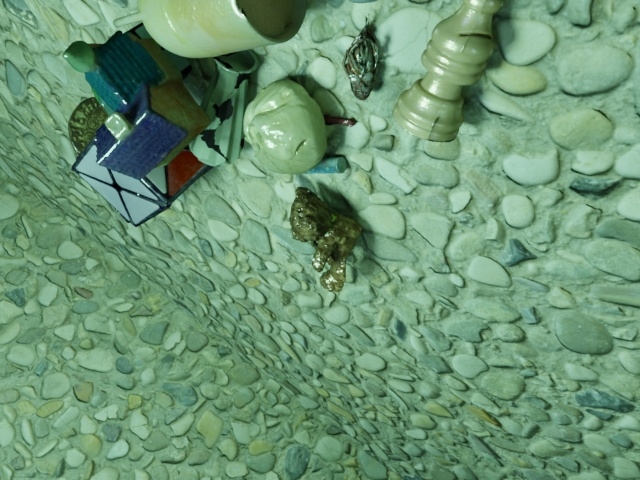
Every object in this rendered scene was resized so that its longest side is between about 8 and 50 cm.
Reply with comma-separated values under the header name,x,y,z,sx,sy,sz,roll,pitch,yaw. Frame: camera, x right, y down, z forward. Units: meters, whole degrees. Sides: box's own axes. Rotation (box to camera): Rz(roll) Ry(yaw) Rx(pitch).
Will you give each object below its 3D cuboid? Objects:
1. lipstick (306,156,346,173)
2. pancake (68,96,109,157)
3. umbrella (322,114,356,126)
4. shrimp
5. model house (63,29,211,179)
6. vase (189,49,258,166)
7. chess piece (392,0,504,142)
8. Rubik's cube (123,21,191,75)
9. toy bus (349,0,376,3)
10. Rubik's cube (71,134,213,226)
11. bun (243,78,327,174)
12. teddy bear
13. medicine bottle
name,x,y,z,sx,sy,sz,roll,pitch,yaw
lipstick,-0.003,-0.211,1.413,0.158,0.048,0.048,6,135,38
pancake,-0.733,-0.356,1.750,0.033,0.285,0.288,-6,169,40
umbrella,0.017,-0.312,1.299,0.165,0.025,0.027,13,122,28
shrimp,0.093,-0.395,1.095,0.073,0.075,0.190,54,148,39
model house,-0.468,-0.327,1.218,0.245,0.280,0.312,-33,102,22
vase,-0.267,-0.365,1.393,0.165,0.165,0.360,36,142,3
chess piece,0.253,-0.347,0.977,0.138,0.124,0.307,59,152,29
Rubik's cube,-0.509,-0.489,1.440,0.180,0.167,0.184,50,146,-18
toy bus,0.047,-0.561,0.847,0.232,0.194,0.287,30,152,37
Rubik's cube,-0.566,-0.263,1.649,0.310,0.305,0.307,-18,121,48
bun,-0.104,-0.276,1.306,0.259,0.160,0.259,36,149,26
teddy bear,-0.004,0.006,1.518,0.223,0.246,0.296,12,136,-9
medicine bottle,-0.254,-0.528,1.101,0.407,0.235,0.235,7,136,36
